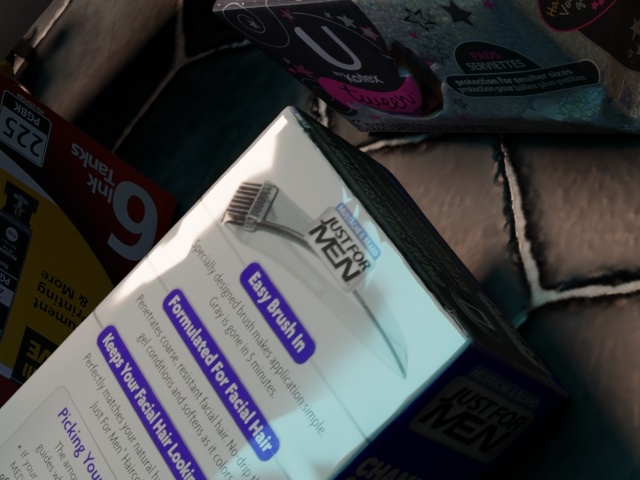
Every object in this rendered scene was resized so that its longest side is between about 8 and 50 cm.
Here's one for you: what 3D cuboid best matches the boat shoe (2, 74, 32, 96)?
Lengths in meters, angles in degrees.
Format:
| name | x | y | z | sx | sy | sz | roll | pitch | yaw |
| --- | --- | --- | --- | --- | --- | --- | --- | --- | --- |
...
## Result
| name | x | y | z | sx | sy | sz | roll | pitch | yaw |
| --- | --- | --- | --- | --- | --- | --- | --- | --- | --- |
| boat shoe | -0.236 | -0.075 | 1.398 | 0.073 | 0.073 | 0.207 | -53 | 33 | 5 |

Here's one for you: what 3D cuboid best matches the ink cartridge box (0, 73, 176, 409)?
| name | x | y | z | sx | sy | sz | roll | pitch | yaw |
| --- | --- | --- | --- | --- | --- | --- | --- | --- | --- |
| ink cartridge box | -0.259 | 0.022 | 1.119 | 0.130 | 0.309 | 0.271 | -25 | 43 | 37 |

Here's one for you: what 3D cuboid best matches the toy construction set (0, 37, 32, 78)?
| name | x | y | z | sx | sy | sz | roll | pitch | yaw |
| --- | --- | --- | --- | --- | --- | --- | --- | --- | --- |
| toy construction set | -0.391 | -0.190 | 1.515 | 0.237 | 0.309 | 0.257 | -41 | 42 | 9 |

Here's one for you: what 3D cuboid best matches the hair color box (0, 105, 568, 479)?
| name | x | y | z | sx | sy | sz | roll | pitch | yaw |
| --- | --- | --- | --- | --- | --- | --- | --- | --- | --- |
| hair color box | -0.061 | 0.120 | 0.930 | 0.339 | 0.110 | 0.185 | -46 | 50 | 13 |

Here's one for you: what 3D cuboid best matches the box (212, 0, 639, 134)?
| name | x | y | z | sx | sy | sz | roll | pitch | yaw |
| --- | --- | --- | --- | --- | --- | --- | --- | --- | --- |
| box | 0.084 | -0.158 | 1.012 | 0.247 | 0.142 | 0.163 | 5 | 63 | 53 |

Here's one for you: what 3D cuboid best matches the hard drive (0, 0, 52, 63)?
| name | x | y | z | sx | sy | sz | roll | pitch | yaw |
| --- | --- | --- | --- | --- | --- | --- | --- | --- | --- |
| hard drive | -0.206 | -0.230 | 1.281 | 0.353 | 0.047 | 0.233 | -48 | -6 | 13 |
